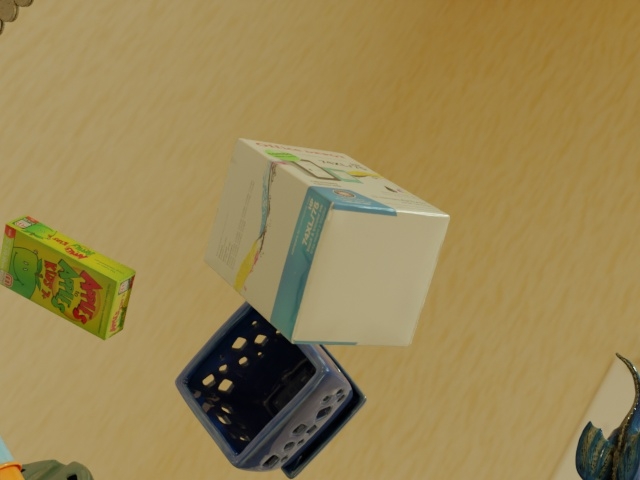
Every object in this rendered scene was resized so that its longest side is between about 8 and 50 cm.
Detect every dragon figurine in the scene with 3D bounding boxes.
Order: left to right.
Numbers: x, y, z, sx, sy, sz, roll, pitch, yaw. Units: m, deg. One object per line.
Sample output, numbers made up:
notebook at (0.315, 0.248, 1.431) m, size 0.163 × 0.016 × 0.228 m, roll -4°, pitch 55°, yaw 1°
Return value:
dragon figurine at (0.393, 0.289, 1.452) m, size 0.085 × 0.289 × 0.144 m, roll 4°, pitch -10°, yaw 36°

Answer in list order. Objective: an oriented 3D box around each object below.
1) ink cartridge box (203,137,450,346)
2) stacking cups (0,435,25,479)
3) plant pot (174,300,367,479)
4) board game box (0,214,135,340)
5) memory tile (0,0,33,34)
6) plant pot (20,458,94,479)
ink cartridge box at (0.000, 0.000, 1.511) m, size 0.198 × 0.197 × 0.270 m, roll 5°, pitch 19°, yaw -35°
stacking cups at (-0.384, 0.242, 1.231) m, size 0.316 × 0.096 × 0.096 m, roll 50°, pitch -13°, yaw 18°
plant pot at (-0.072, 0.264, 1.918) m, size 0.236 × 0.236 × 0.212 m, roll 47°, pitch 6°, yaw 39°
board game box at (-0.335, 0.047, 1.438) m, size 0.181 × 0.043 × 0.092 m, roll 25°, pitch -64°, yaw 17°
memory tile at (-0.383, -0.297, 1.275) m, size 0.148 × 0.012 × 0.113 m, roll -27°, pitch -97°, yaw 41°
plant pot at (-0.374, 0.502, 1.480) m, size 0.341 × 0.341 × 0.334 m, roll 7°, pitch -60°, yaw 54°
